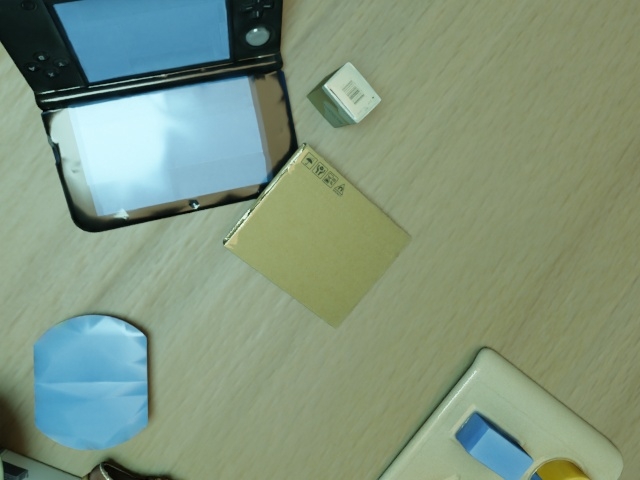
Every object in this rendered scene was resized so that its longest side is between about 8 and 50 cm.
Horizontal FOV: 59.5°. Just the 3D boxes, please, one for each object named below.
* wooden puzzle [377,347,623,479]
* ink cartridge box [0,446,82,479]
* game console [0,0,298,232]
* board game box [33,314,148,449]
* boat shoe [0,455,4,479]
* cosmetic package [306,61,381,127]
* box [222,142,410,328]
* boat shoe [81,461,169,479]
[{"bbox_3d":[0.261,0.383,0.823,0.322,0.080,0.347,37,88,-14],"label":"wooden puzzle"},{"bbox_3d":[-0.453,0.335,0.642,0.273,0.114,0.196,30,89,-13],"label":"ink cartridge box"},{"bbox_3d":[-0.168,-0.153,0.621,0.294,0.250,0.173,-14,73,-11],"label":"game console"},{"bbox_3d":[-0.283,0.175,0.703,0.133,0.033,0.168,-1,92,-7],"label":"board game box"},{"bbox_3d":[-0.366,0.279,0.560,0.080,0.073,0.223,-6,95,-14],"label":"boat shoe"},{"bbox_3d":[0.025,-0.174,0.683,0.041,0.115,0.060,-45,103,-3],"label":"cosmetic package"},{"bbox_3d":[0.000,0.000,0.729,0.201,0.021,0.164,39,91,-25],"label":"box"},{"bbox_3d":[-0.207,0.345,0.723,0.073,0.073,0.207,-44,111,-6],"label":"boat shoe"}]
